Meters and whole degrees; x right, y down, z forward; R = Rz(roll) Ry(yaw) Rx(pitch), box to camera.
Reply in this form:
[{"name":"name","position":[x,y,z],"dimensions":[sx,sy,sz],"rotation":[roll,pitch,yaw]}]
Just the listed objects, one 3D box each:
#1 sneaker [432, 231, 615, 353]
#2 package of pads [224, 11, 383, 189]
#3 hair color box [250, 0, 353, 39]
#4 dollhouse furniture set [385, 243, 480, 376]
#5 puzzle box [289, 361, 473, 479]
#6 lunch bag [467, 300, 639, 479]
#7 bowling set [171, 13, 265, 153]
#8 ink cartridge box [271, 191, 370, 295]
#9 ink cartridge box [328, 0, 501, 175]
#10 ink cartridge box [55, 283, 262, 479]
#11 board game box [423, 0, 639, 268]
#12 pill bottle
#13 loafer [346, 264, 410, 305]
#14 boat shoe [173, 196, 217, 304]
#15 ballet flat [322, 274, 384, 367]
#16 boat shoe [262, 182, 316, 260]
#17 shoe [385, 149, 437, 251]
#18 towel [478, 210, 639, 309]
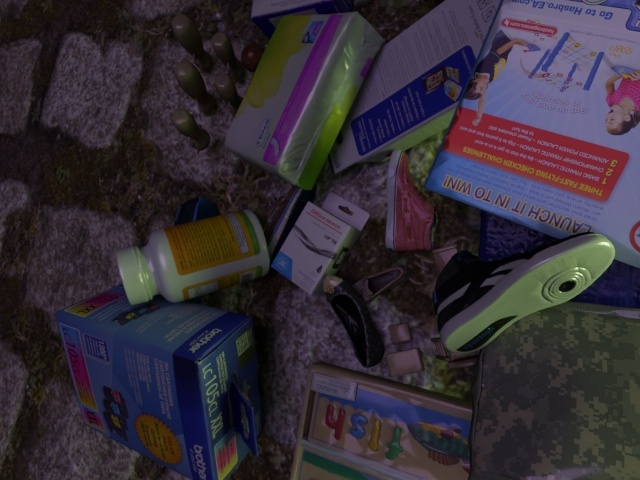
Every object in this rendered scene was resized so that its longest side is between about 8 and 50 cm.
[{"name":"sneaker","position":[0.224,0.036,0.507],"dimensions":[0.217,0.079,0.121],"rotation":[-42,28,25]},{"name":"package of pads","position":[-0.048,-0.267,0.764],"dimensions":[0.229,0.101,0.296],"rotation":[32,97,46]},{"name":"hair color box","position":[-0.022,-0.599,0.842],"dimensions":[0.185,0.110,0.338],"rotation":[3,81,26]},{"name":"dollhouse furniture set","position":[0.161,0.110,0.647],"dimensions":[0.161,0.101,0.181],"rotation":[-19,74,21]},{"name":"puzzle box","position":[0.147,0.374,0.640],"dimensions":[0.409,0.052,0.271],"rotation":[7,85,25]},{"name":"lunch bag","position":[0.326,0.204,0.485],"dimensions":[0.287,0.169,0.235],"rotation":[9,63,18]},{"name":"bowling set","position":[-0.202,-0.334,0.880],"dimensions":[0.200,0.154,0.286],"rotation":[-2,79,5]},{"name":"ink cartridge box","position":[0.000,0.000,0.760],"dimensions":[0.104,0.060,0.180],"rotation":[32,96,25]},{"name":"ink cartridge box","position":[0.155,-0.261,0.702],"dimensions":[0.371,0.069,0.175],"rotation":[-23,72,35]},{"name":"ink cartridge box","position":[-0.260,0.253,0.737],"dimensions":[0.396,0.151,0.269],"rotation":[8,112,23]},{"name":"board game box","position":[0.330,-0.148,0.487],"dimensions":[0.308,0.086,0.301],"rotation":[26,104,23]},{"name":"pill bottle","position":[-0.230,0.034,0.749],"dimensions":[0.246,0.136,0.136],"rotation":[-16,70,-23]},{"name":"loafer","position":[0.095,0.077,0.716],"dimensions":[0.125,0.039,0.045],"rotation":[-30,72,17]},{"name":"boat shoe","position":[-0.285,0.036,0.874],"dimensions":[0.089,0.109,0.258],"rotation":[-2,64,31]},{"name":"ballet flat","position":[0.055,0.135,0.702],"dimensions":[0.057,0.049,0.173],"rotation":[-38,79,34]},{"name":"boat shoe","position":[-0.073,-0.054,0.798],"dimensions":[0.066,0.066,0.183],"rotation":[30,95,26]},{"name":"shoe","position":[0.159,-0.068,0.701],"dimensions":[0.081,0.063,0.177],"rotation":[2,88,23]},{"name":"towel","position":[0.383,-0.001,0.560],"dimensions":[0.309,0.076,0.227],"rotation":[5,94,27]}]
